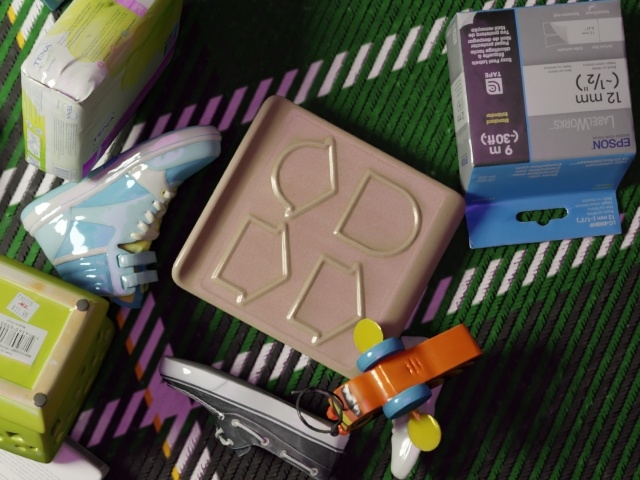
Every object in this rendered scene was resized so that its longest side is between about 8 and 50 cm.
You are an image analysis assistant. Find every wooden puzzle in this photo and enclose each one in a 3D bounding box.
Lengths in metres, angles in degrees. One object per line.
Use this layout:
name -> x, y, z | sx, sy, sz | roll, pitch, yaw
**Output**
wooden puzzle -> 0.000, 0.000, 1.373 | 0.348, 0.080, 0.322 | 29, 86, -5

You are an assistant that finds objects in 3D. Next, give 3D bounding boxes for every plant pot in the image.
plant pot -> -0.420, 0.150, 1.241 | 0.228, 0.207, 0.227 | 25, 65, -7

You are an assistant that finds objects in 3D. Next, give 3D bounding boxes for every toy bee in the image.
toy bee -> 0.074, 0.204, 1.282 | 0.298, 0.162, 0.195 | 3, 58, -21

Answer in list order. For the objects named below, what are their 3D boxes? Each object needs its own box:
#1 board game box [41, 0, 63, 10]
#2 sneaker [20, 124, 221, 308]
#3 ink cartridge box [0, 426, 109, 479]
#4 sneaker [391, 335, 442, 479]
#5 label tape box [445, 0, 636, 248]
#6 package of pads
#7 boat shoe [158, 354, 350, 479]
board game box -> -0.512, -0.493, 1.284 | 0.336, 0.254, 0.079 | 41, 87, 0
sneaker -> -0.255, -0.023, 1.338 | 0.319, 0.127, 0.208 | -28, 86, 6
ink cartridge box -> -0.508, 0.354, 1.332 | 0.296, 0.066, 0.261 | 37, 85, 0
sneaker -> 0.126, 0.247, 1.368 | 0.094, 0.080, 0.212 | 17, 76, 5
label tape box -> 0.335, -0.174, 1.376 | 0.249, 0.115, 0.347 | -5, 86, -3
package of pads -> -0.290, -0.249, 1.243 | 0.101, 0.229, 0.296 | 28, 61, -1
boat shoe -> -0.110, 0.266, 1.341 | 0.301, 0.108, 0.102 | 26, 85, -8
